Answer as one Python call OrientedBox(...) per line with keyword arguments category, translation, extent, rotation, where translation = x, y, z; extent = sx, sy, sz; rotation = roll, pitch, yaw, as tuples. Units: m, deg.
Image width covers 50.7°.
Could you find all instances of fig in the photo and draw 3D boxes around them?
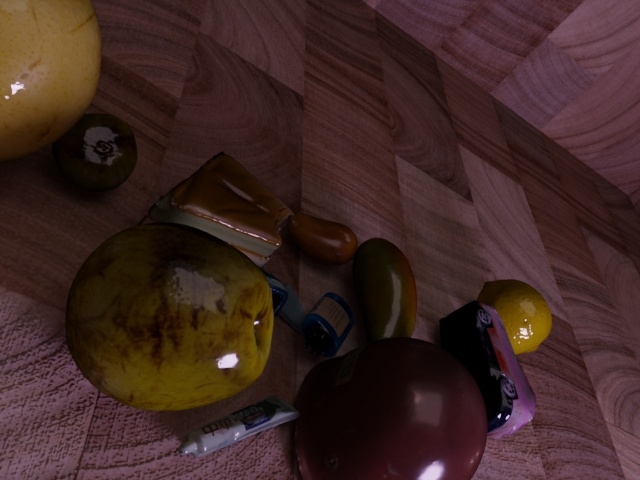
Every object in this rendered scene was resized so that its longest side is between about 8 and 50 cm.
OrientedBox(category="fig", translation=(-0.381, -0.153, 1.153), extent=(0.136, 0.121, 0.153), rotation=(40, 33, -16))

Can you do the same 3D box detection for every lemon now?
OrientedBox(category="lemon", translation=(0.467, 0.183, 1.658), extent=(0.178, 0.178, 0.203), rotation=(-16, 68, -53))

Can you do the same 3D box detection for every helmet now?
OrientedBox(category="helmet", translation=(0.151, 0.305, 1.143), extent=(0.337, 0.230, 0.385), rotation=(47, 32, 2))

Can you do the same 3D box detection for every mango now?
OrientedBox(category="mango", translation=(0.000, 0.003, 1.435), extent=(0.159, 0.084, 0.105), rotation=(16, 38, -3))
OrientedBox(category="mango", translation=(0.137, 0.117, 1.418), extent=(0.146, 0.129, 0.289), rotation=(64, 19, -55))

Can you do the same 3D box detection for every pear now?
OrientedBox(category="pear", translation=(-0.200, 0.103, 0.934), extent=(0.283, 0.283, 0.283), rotation=(28, 37, -24))
OrientedBox(category="pear", translation=(-0.493, -0.285, 0.983), extent=(0.348, 0.348, 0.348), rotation=(28, 37, -24))

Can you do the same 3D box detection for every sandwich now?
OrientedBox(category="sandwich", translation=(-0.180, -0.015, 1.190), extent=(0.198, 0.155, 0.227), rotation=(43, 34, -3))

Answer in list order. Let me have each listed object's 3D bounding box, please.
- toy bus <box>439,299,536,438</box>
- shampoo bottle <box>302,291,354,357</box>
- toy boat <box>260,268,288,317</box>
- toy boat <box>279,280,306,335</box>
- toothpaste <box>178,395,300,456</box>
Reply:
OrientedBox(category="toy bus", translation=(0.362, 0.281, 1.481), extent=(0.147, 0.127, 0.303), rotation=(23, 39, -35))
OrientedBox(category="shampoo bottle", translation=(0.013, 0.162, 1.274), extent=(0.087, 0.050, 0.183), rotation=(55, 22, -4))
OrientedBox(category="toy boat", translation=(-0.198, 0.066, 1.146), extent=(0.299, 0.096, 0.062), rotation=(19, 31, -30))
OrientedBox(category="toy boat", translation=(-0.049, 0.140, 1.287), extent=(0.122, 0.034, 0.096), rotation=(45, 38, -17))
OrientedBox(category="toothpaste", translation=(-0.125, 0.284, 1.036), extent=(0.060, 0.038, 0.233), rotation=(32, 24, 31))
